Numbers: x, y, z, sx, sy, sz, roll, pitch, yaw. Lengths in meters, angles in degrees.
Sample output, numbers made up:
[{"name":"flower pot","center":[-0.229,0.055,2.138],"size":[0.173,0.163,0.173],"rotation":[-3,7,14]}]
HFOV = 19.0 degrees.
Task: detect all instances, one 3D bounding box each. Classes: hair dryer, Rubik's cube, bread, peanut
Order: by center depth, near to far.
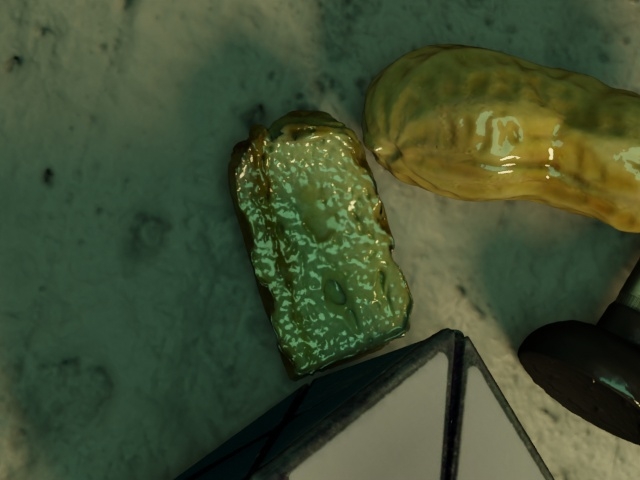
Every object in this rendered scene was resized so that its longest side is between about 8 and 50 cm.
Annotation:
[{"name":"Rubik's cube","center":[0.034,0.250,1.557],"size":[0.259,0.260,0.255],"rotation":[-36,97,-36]},{"name":"peanut","center":[0.186,-0.085,1.651],"size":[0.305,0.147,0.147],"rotation":[13,89,1]},{"name":"bread","center":[0.000,0.000,1.673],"size":[0.128,0.088,0.232],"rotation":[-16,100,6]},{"name":"hair dryer","center":[0.381,0.075,1.690],"size":[0.284,0.156,0.320],"rotation":[42,77,5]}]
